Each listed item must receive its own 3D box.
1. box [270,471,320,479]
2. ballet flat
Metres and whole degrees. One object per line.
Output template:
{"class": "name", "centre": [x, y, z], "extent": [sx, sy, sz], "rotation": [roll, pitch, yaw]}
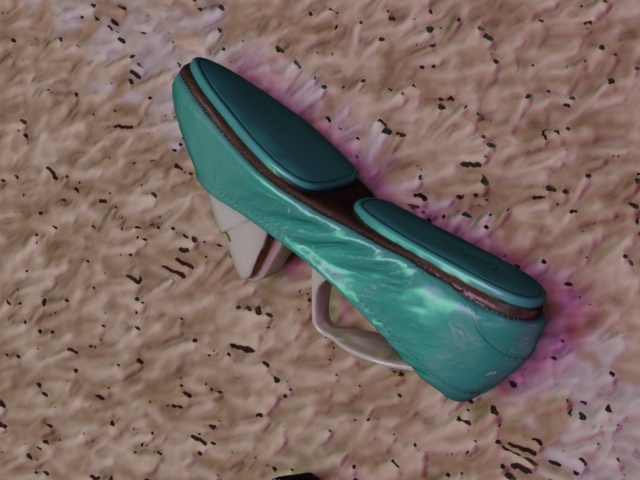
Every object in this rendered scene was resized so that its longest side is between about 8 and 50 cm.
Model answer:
{"class": "box", "centre": [-0.037, 0.287, 0.759], "extent": [0.216, 0.060, 0.270], "rotation": [-34, 74, 14]}
{"class": "ballet flat", "centre": [0.000, 0.000, 0.769], "extent": [0.247, 0.083, 0.087], "rotation": [37, 111, 22]}
